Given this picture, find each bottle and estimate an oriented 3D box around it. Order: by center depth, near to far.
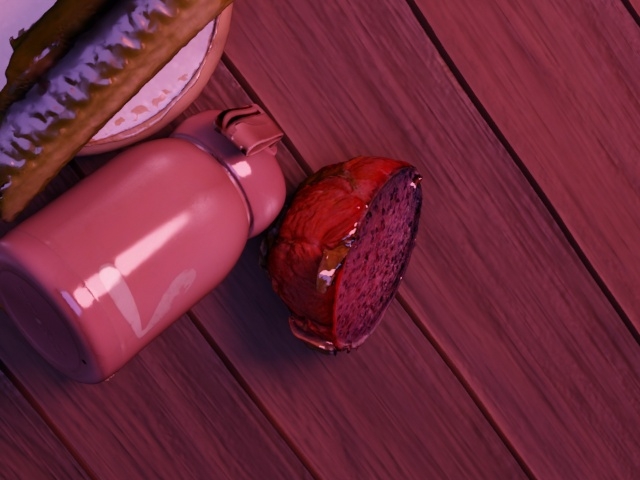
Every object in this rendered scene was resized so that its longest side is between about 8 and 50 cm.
[{"bbox_3d":[-0.165,-0.012,1.397,0.297,0.206,0.173,-38,79,-28],"label":"bottle"}]

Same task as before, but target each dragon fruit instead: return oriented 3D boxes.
[{"bbox_3d":[0.002,0.000,1.495,0.148,0.218,0.224,22,54,19],"label":"dragon fruit"}]

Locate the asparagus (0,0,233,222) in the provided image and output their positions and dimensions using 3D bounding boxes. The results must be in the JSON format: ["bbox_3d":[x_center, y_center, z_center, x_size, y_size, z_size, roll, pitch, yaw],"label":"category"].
[{"bbox_3d":[-0.199,-0.189,1.312,0.382,0.108,0.128,-45,101,3],"label":"asparagus"}]

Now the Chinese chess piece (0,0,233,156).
[{"bbox_3d":[-0.255,-0.252,1.420,0.338,0.140,0.338,-1,99,-7],"label":"Chinese chess piece"}]

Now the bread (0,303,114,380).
[{"bbox_3d":[-0.263,0.057,1.504,0.173,0.085,0.134,40,93,-13],"label":"bread"}]
